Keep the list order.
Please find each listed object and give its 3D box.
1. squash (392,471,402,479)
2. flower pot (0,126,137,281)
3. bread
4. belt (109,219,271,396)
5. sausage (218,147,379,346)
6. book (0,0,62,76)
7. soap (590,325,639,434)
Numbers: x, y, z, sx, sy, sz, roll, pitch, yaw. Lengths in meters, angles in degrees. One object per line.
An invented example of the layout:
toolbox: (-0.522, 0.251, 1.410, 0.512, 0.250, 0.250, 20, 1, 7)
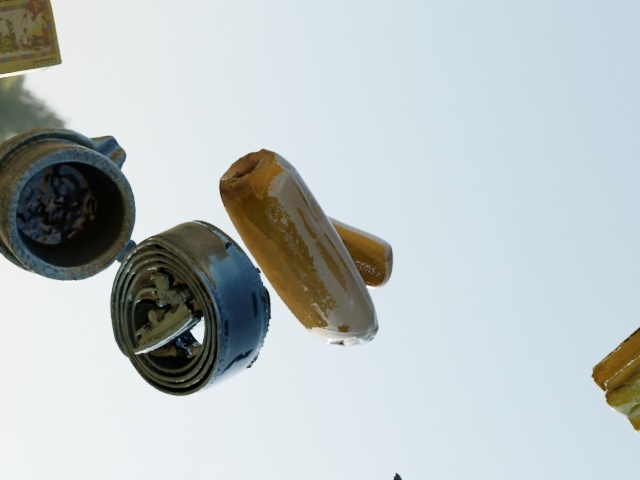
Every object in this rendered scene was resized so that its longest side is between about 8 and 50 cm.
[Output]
squash: (0.095, 0.480, 1.998, 0.094, 0.094, 0.341, -107, -155, -63)
flower pot: (-0.464, -0.073, 2.470, 0.283, 0.299, 0.299, 18, -91, 65)
bread: (0.000, 0.000, 2.083, 0.074, 0.239, 0.092, -68, 178, -53)
belt: (-0.179, 0.097, 1.756, 0.206, 0.116, 0.267, 55, -42, 13)
sausage: (-0.021, 0.033, 1.958, 0.134, 0.354, 0.116, -14, -150, 33)
book: (-0.466, -0.326, 1.934, 0.013, 0.168, 0.192, 156, -77, -79)
soap: (0.523, 0.136, 1.729, 0.324, 0.204, 0.096, -42, -158, 9)
